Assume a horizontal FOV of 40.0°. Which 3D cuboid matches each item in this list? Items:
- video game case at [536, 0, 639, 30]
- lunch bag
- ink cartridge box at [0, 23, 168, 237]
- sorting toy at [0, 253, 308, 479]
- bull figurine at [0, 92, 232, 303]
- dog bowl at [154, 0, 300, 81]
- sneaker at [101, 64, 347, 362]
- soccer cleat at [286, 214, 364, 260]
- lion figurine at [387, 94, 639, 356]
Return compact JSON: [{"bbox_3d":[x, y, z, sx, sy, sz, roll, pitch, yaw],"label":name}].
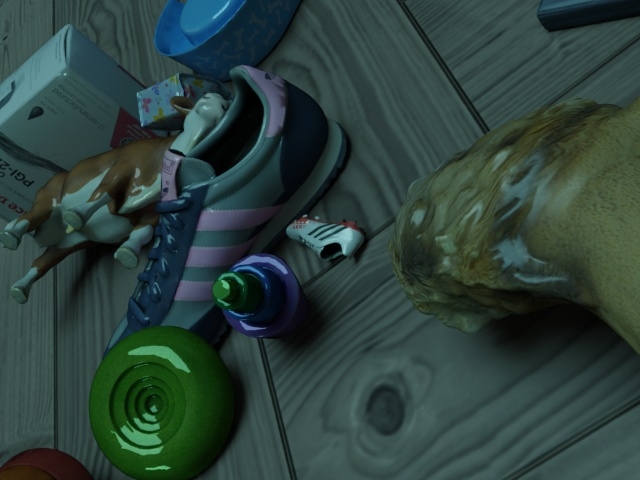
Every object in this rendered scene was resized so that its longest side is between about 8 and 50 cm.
[{"bbox_3d":[0.294,-0.292,0.690,0.196,0.026,0.274,0,59,44],"label":"video game case"},{"bbox_3d":[-0.144,-0.146,0.957,0.071,0.083,0.053,-14,84,35],"label":"lunch bag"},{"bbox_3d":[-0.309,-0.116,1.022,0.218,0.158,0.092,-34,42,20],"label":"ink cartridge box"},{"bbox_3d":[-0.163,0.142,0.666,0.365,0.126,0.127,-44,72,8],"label":"sorting toy"},{"bbox_3d":[-0.204,-0.044,0.893,0.310,0.101,0.188,-22,22,39],"label":"bull figurine"},{"bbox_3d":[-0.080,-0.314,1.030,0.166,0.074,0.297,4,63,46],"label":"dog bowl"},{"bbox_3d":[-0.115,-0.010,0.770,0.112,0.131,0.319,24,78,50],"label":"sneaker"},{"bbox_3d":[0.000,0.000,0.735,0.083,0.029,0.035,3,58,40],"label":"soccer cleat"},{"bbox_3d":[0.185,0.022,0.415,0.240,0.142,0.392,-29,26,-1],"label":"lion figurine"}]
